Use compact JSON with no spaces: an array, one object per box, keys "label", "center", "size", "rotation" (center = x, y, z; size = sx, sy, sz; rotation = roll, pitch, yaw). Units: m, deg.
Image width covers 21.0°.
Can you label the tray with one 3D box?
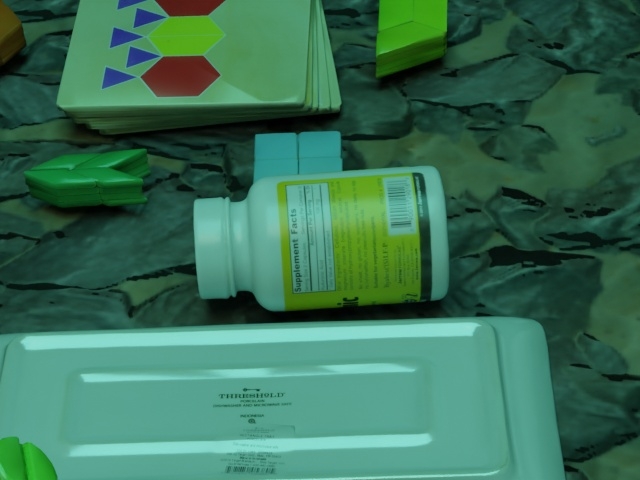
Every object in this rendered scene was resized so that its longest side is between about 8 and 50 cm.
[{"label":"tray","center":[-0.031,0.079,0.749],"size":[0.270,0.030,0.145],"rotation":[-2,41,1]}]

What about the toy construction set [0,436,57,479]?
[{"label":"toy construction set","center":[-0.215,0.055,0.653],"size":[0.215,0.151,0.328],"rotation":[19,21,-45]}]

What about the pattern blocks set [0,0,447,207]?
[{"label":"pattern blocks set","center":[-0.069,-0.121,0.990],"size":[0.285,0.026,0.325],"rotation":[4,41,9]}]

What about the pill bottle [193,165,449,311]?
[{"label":"pill bottle","center":[0.000,0.000,0.813],"size":[0.116,0.065,0.065],"rotation":[-3,40,-1]}]
